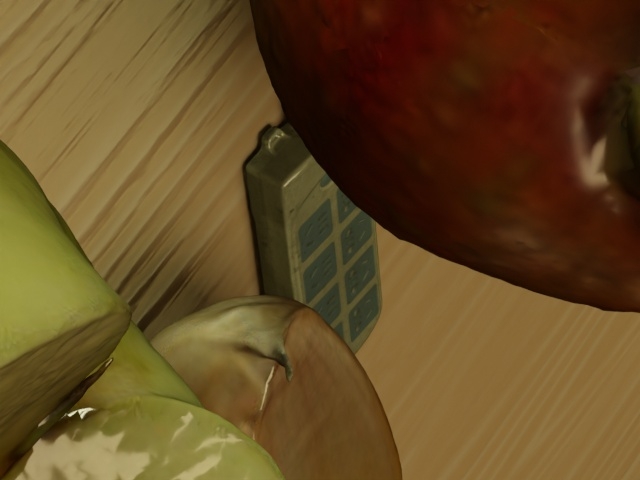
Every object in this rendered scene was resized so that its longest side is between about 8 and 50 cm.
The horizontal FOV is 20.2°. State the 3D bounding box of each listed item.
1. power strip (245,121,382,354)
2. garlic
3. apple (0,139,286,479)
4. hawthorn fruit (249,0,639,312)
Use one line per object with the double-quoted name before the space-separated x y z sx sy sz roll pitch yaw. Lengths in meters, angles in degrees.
"power strip" 0.000 0.000 1.006 0.080 0.029 0.227 -45 149 -29
"garlic" -0.060 0.167 0.874 0.286 0.249 0.313 -34 122 -16
"apple" -0.166 0.091 0.583 0.258 0.233 0.295 -39 137 -4
"hawthorn fruit" 0.155 -0.143 0.720 0.403 0.403 0.402 -41 147 -34
